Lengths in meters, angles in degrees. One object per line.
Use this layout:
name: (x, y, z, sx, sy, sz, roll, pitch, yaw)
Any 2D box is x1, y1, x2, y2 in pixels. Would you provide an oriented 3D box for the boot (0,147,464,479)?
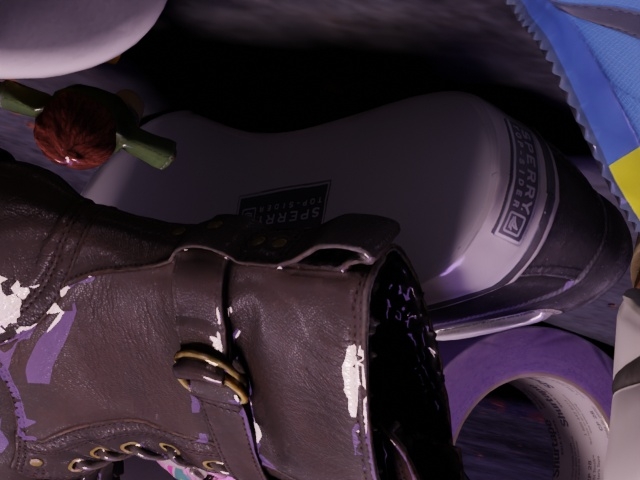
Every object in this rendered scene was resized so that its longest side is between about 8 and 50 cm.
boot: (-0.053, 0.075, 0.639, 0.229, 0.091, 0.263, 16, 139, 24)

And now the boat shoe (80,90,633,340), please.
boat shoe: (0.000, 0.000, 0.706, 0.102, 0.108, 0.301, 25, 158, -38)

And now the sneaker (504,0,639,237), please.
sneaker: (0.077, -0.072, 0.353, 0.082, 0.069, 0.209, -23, 146, 15)

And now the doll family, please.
doll family: (-0.139, -0.075, 0.554, 0.193, 0.076, 0.111, 11, -171, -4)

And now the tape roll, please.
tape roll: (0.121, 0.150, 1.061, 0.189, 0.189, 0.080, 19, 169, -21)

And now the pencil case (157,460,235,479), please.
pencil case: (-0.150, 0.074, 1.115, 0.284, 0.124, 0.124, 36, 159, -34)

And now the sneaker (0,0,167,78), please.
sneaker: (-0.174, -0.110, 0.376, 0.295, 0.105, 0.147, 22, 170, -7)

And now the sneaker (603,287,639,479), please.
sneaker: (0.188, -0.001, 0.413, 0.122, 0.146, 0.330, 17, 145, -34)

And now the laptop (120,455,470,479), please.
laptop: (0.044, 0.206, 1.297, 0.382, 0.236, 0.408, -4, -137, -33)

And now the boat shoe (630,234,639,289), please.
boat shoe: (0.187, 0.045, 0.653, 0.110, 0.104, 0.307, 15, 170, -1)
